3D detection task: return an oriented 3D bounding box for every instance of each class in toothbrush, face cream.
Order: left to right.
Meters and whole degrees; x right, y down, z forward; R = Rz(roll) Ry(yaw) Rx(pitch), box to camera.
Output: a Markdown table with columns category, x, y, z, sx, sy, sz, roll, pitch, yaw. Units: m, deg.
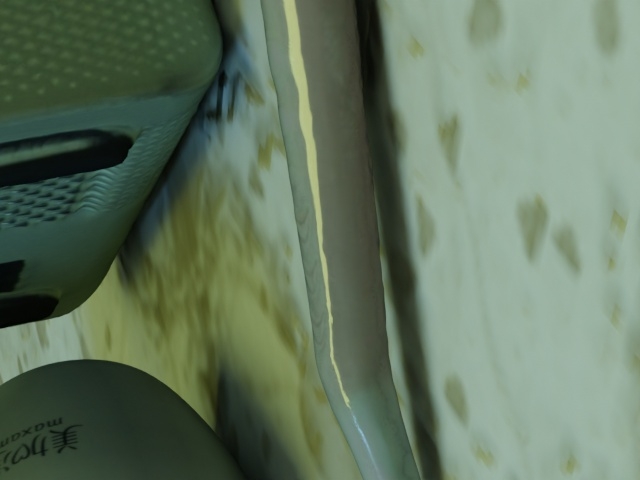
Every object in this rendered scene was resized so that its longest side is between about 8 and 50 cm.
| category | x | y | z | sx | sy | sz | roll | pitch | yaw |
| --- | --- | --- | --- | --- | --- | --- | --- | --- | --- |
| face cream | -0.055 | 0.083 | 0.444 | 0.095 | 0.091 | 0.091 | -114 | 24 | -52 |
| toothbrush | 0.000 | 0.000 | 0.346 | 0.025 | 0.029 | 0.307 | 177 | 84 | -74 |

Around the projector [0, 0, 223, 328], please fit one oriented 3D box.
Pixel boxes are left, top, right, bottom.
| category | x | y | z | sx | sy | sz | roll | pitch | yaw |
| --- | --- | --- | --- | --- | --- | --- | --- | --- | --- |
| projector | -0.138 | -0.098 | 0.489 | 0.177 | 0.163 | 0.243 | 133 | 120 | -64 |
